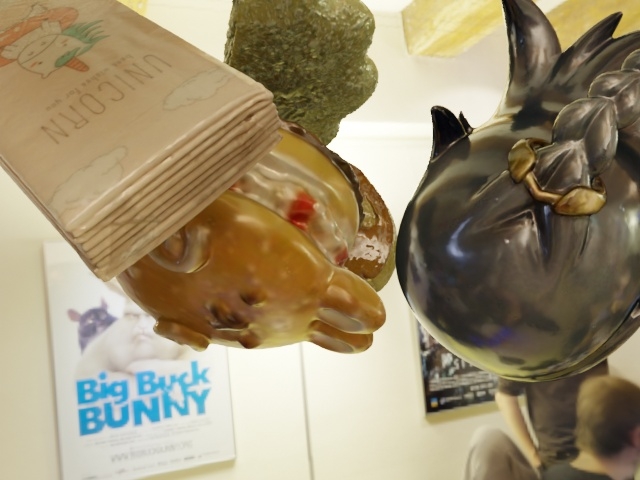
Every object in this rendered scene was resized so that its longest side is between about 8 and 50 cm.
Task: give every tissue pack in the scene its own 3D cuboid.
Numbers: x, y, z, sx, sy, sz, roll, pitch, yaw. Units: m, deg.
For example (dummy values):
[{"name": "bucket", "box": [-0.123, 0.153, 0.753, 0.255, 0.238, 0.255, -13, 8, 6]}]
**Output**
[{"name": "tissue pack", "box": [-0.196, -0.120, 0.490, 0.170, 0.325, 0.071, -40, -37, -19]}]

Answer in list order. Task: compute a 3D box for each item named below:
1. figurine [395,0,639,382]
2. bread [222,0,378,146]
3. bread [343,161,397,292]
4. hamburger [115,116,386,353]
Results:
[{"name": "figurine", "box": [0.162, -0.036, 0.395, 0.197, 0.265, 0.175, 23, 0, -41]}, {"name": "bread", "box": [-0.024, -0.191, 0.721, 0.207, 0.056, 0.287, -8, -36, -19]}, {"name": "bread", "box": [0.000, 0.000, 1.023, 0.269, 0.270, 0.148, -7, -21, 16]}, {"name": "hamburger", "box": [-0.078, 0.020, 0.656, 0.302, 0.187, 0.261, 20, -40, -10]}]
